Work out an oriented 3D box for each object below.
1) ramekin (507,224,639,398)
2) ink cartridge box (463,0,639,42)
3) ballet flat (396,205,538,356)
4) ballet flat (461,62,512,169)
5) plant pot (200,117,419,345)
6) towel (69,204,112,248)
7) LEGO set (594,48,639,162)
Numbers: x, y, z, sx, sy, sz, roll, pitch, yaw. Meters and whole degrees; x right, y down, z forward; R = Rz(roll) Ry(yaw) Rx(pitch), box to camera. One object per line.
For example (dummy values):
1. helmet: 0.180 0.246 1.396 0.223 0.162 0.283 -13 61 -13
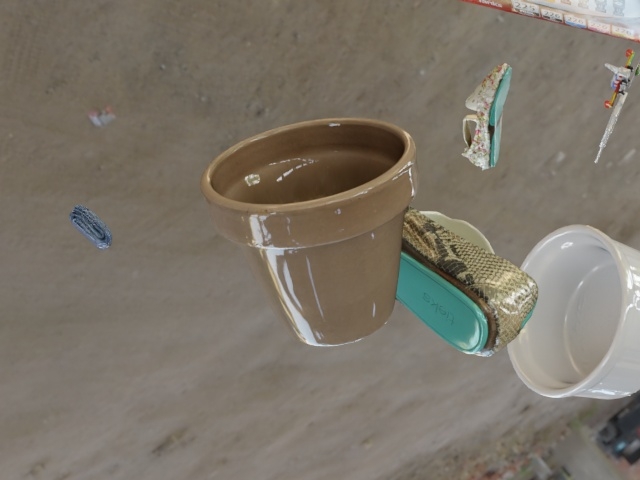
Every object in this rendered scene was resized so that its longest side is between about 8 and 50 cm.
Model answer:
1. ramekin: 0.436 0.124 1.579 0.135 0.277 0.277 15 131 -26
2. ink cartridge box: 0.314 -0.417 1.338 0.130 0.309 0.272 -68 159 -9
3. ballet flat: 0.110 -0.006 1.460 0.182 0.482 0.164 -34 146 -39
4. ballet flat: 0.316 -0.241 1.908 0.091 0.077 0.241 -50 152 -42
5. plant pot: 0.000 0.000 1.218 0.263 0.263 0.229 -27 122 -30
6. towel: -0.312 -0.017 1.344 0.029 0.067 0.119 -47 -174 -12
7. LEGO set: 0.569 -0.294 1.886 0.182 0.060 0.244 -51 158 -47
